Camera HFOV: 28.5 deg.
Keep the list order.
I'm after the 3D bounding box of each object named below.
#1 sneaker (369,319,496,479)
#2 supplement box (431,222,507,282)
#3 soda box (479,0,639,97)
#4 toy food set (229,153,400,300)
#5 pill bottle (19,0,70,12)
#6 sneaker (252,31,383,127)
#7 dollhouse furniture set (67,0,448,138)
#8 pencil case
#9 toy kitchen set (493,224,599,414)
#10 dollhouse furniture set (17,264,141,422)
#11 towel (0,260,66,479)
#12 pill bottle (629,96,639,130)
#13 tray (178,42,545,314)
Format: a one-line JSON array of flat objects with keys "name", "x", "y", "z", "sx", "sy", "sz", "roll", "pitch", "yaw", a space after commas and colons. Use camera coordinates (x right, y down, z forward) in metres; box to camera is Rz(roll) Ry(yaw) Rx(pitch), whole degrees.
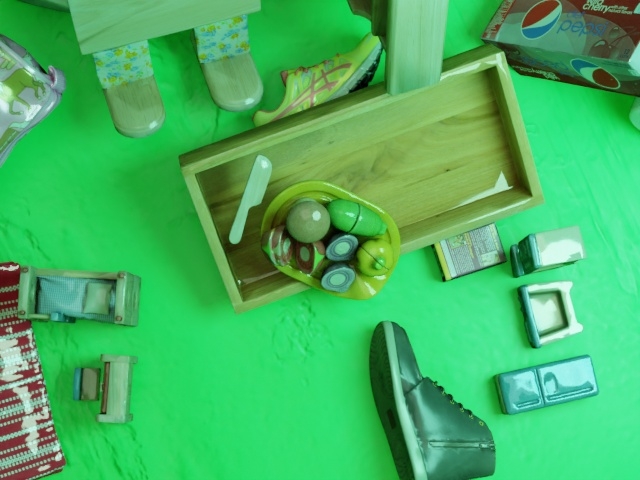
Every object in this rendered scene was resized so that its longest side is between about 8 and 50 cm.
[{"name": "sneaker", "x": 0.138, "y": 0.202, "z": 1.578, "sx": 0.118, "sy": 0.083, "sz": 0.222, "roll": -9, "pitch": 77, "yaw": -19}, {"name": "supplement box", "x": 0.188, "y": 0.015, "z": 1.603, "sx": 0.083, "sy": 0.043, "sz": 0.055, "roll": -17, "pitch": 84, "yaw": -1}, {"name": "soda box", "x": 0.320, "y": -0.240, "z": 1.523, "sx": 0.092, "sy": 0.263, "sz": 0.083, "roll": 34, "pitch": 84, "yaw": -36}, {"name": "toy food set", "x": 0.000, "y": 0.000, "z": 1.504, "sx": 0.217, "sy": 0.071, "sz": 0.128, "roll": 24, "pitch": 103, "yaw": -15}, {"name": "pill bottle", "x": -0.337, "y": -0.431, "z": 1.591, "sx": 0.153, "sy": 0.153, "sz": 0.265, "roll": 12, "pitch": 91, "yaw": 2}, {"name": "sneaker", "x": -0.004, "y": -0.198, "z": 1.608, "sx": 0.094, "sy": 0.081, "sz": 0.208, "roll": 43, "pitch": 86, "yaw": 6}, {"name": "dollhouse furniture set", "x": -0.084, "y": -0.277, "z": 1.440, "sx": 0.394, "sy": 0.362, "sz": 0.256, "roll": -16, "pitch": 58, "yaw": -9}, {"name": "pencil case", "x": -0.485, "y": -0.093, "z": 1.562, "sx": 0.167, "sy": 0.160, "sz": 0.386, "roll": 39, "pitch": 84, "yaw": -31}, {"name": "toy kitchen set", "x": 0.266, "y": 0.100, "z": 1.532, "sx": 0.122, "sy": 0.166, "sz": 0.207, "roll": -13, "pitch": 84, "yaw": -1}, {"name": "dollhouse furniture set", "x": -0.297, "y": 0.129, "z": 1.550, "sx": 0.129, "sy": 0.129, "sz": 0.184, "roll": 3, "pitch": 84, "yaw": 1}, {"name": "towel", "x": -0.420, "y": 0.170, "z": 1.533, "sx": 0.199, "sy": 0.031, "sz": 0.275, "roll": -10, "pitch": 85, "yaw": -44}, {"name": "pill bottle", "x": 0.523, "y": -0.289, "z": 1.551, "sx": 0.210, "sy": 0.210, "sz": 0.363, "roll": 22, "pitch": 85, "yaw": 2}, {"name": "tray", "x": 0.052, "y": -0.077, "z": 1.564, "sx": 0.410, "sy": 0.076, "sz": 0.203, "roll": -20, "pitch": 110, "yaw": -1}]
